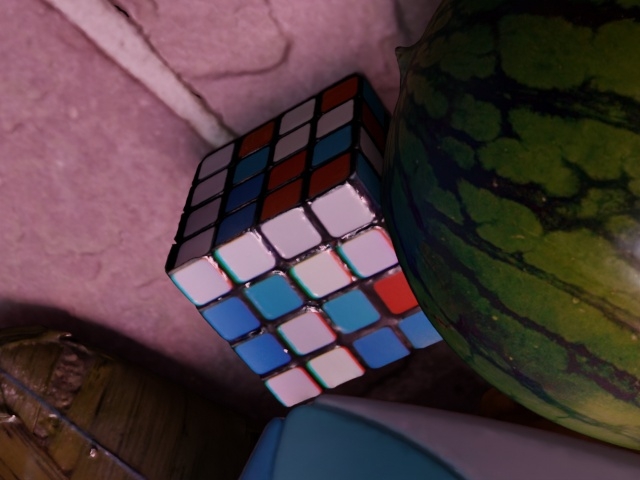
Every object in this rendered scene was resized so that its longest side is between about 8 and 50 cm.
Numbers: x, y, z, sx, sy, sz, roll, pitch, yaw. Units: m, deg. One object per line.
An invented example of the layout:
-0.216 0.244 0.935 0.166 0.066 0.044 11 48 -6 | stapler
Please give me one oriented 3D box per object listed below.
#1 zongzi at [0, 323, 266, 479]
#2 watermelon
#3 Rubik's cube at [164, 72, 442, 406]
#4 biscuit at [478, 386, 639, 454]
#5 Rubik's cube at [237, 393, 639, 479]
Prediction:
-0.200 0.264 0.809 0.322 0.361 0.160 24 139 -9 | zongzi
0.212 -0.043 0.586 0.363 0.363 0.363 2 123 3 | watermelon
0.000 0.000 0.736 0.155 0.154 0.151 -25 118 21 | Rubik's cube
0.280 0.200 0.876 0.325 0.107 0.326 4 124 6 | biscuit
0.096 0.356 0.732 0.347 0.352 0.352 6 140 22 | Rubik's cube
